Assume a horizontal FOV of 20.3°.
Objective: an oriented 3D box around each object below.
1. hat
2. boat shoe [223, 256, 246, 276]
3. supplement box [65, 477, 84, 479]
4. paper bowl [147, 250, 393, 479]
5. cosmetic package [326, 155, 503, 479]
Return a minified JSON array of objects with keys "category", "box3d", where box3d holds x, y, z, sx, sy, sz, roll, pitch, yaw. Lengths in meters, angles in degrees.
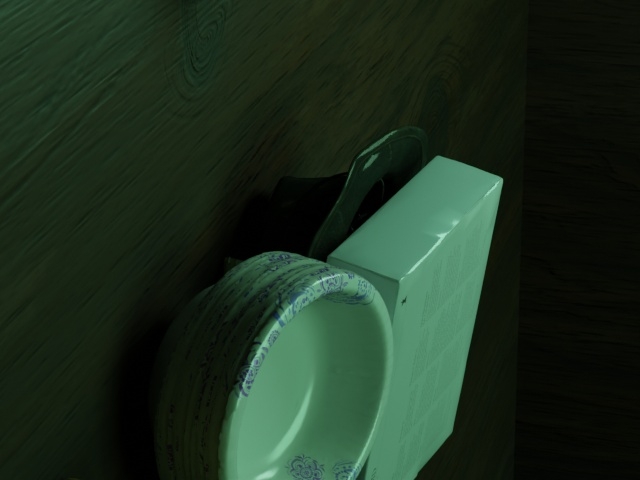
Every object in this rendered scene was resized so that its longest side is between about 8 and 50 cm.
[{"category":"hat","box3d":[0.000,0.000,2.040,0.331,0.134,0.331,-53,153,-41]},{"category":"boat shoe","box3d":[-0.103,0.092,1.914,0.056,0.048,0.153,86,21,-74]},{"category":"supplement box","box3d":[-0.117,0.269,1.563,0.080,0.233,0.078,72,28,-63]},{"category":"paper bowl","box3d":[-0.061,0.150,1.789,0.284,0.148,0.284,-28,126,-48]},{"category":"cosmetic package","box3d":[0.086,0.129,2.052,0.284,0.097,0.377,-44,149,-53]}]
